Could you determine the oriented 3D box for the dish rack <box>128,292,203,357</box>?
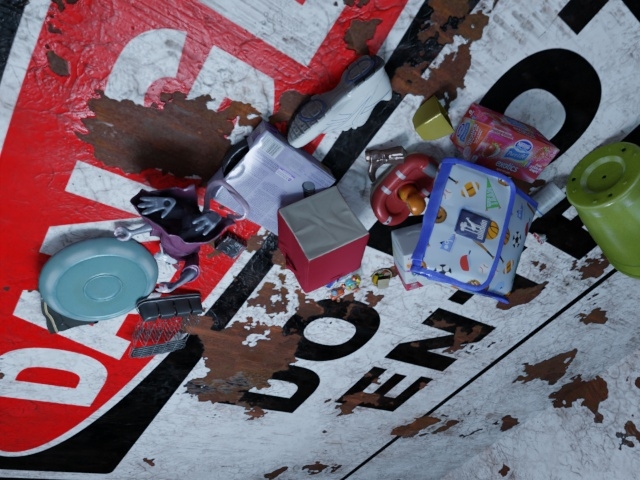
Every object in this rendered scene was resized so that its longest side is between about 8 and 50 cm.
[{"bbox_3d":[-0.509,0.286,1.517,0.208,0.074,0.272,-1,139,-38],"label":"dish rack"}]

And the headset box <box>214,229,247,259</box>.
[{"bbox_3d":[-0.266,0.015,1.398,0.062,0.032,0.083,-39,129,19],"label":"headset box"}]

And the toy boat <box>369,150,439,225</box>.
[{"bbox_3d":[0.253,-0.128,1.337,0.151,0.151,0.231,25,121,-33],"label":"toy boat"}]

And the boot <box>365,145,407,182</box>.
[{"bbox_3d":[0.187,-0.211,1.298,0.114,0.037,0.106,-5,133,14],"label":"boot"}]

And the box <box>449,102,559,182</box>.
[{"bbox_3d":[0.510,-0.269,1.300,0.256,0.128,0.123,12,127,-25],"label":"box"}]

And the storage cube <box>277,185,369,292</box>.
[{"bbox_3d":[0.000,0.000,1.293,0.214,0.184,0.193,-23,153,-17],"label":"storage cube"}]

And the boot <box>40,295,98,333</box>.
[{"bbox_3d":[-0.755,0.194,1.403,0.136,0.077,0.198,-8,140,-22],"label":"boot"}]

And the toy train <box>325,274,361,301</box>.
[{"bbox_3d":[0.086,0.172,1.597,0.125,0.046,0.166,-25,164,-12],"label":"toy train"}]

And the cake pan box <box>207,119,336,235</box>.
[{"bbox_3d":[-0.135,-0.158,1.255,0.266,0.070,0.246,29,116,-36],"label":"cake pan box"}]

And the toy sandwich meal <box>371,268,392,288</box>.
[{"bbox_3d":[0.219,0.137,1.655,0.085,0.029,0.086,-8,133,-9],"label":"toy sandwich meal"}]

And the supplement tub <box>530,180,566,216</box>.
[{"bbox_3d":[0.738,-0.135,1.532,0.071,0.071,0.107,27,121,-34],"label":"supplement tub"}]

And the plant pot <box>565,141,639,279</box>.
[{"bbox_3d":[0.979,-0.116,1.459,0.352,0.367,0.366,31,118,-23],"label":"plant pot"}]

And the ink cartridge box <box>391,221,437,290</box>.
[{"bbox_3d":[0.316,0.051,1.538,0.128,0.127,0.176,-16,133,-2],"label":"ink cartridge box"}]

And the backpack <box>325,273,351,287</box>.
[{"bbox_3d":[0.038,0.075,1.486,0.173,0.117,0.158,21,123,-33],"label":"backpack"}]

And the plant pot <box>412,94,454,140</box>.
[{"bbox_3d":[0.291,-0.313,1.233,0.083,0.082,0.081,-30,134,27],"label":"plant pot"}]

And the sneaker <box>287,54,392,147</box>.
[{"bbox_3d":[0.051,-0.313,1.143,0.297,0.111,0.129,-32,138,15],"label":"sneaker"}]

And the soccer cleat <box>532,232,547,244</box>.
[{"bbox_3d":[0.796,-0.014,1.692,0.035,0.029,0.083,-46,132,13],"label":"soccer cleat"}]

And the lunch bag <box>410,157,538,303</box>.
[{"bbox_3d":[0.419,-0.019,1.310,0.385,0.238,0.328,21,86,-42],"label":"lunch bag"}]

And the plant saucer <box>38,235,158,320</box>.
[{"bbox_3d":[-0.625,0.126,1.338,0.317,0.044,0.318,-18,135,-19],"label":"plant saucer"}]

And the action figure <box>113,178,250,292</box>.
[{"bbox_3d":[-0.375,-0.027,1.239,0.275,0.248,0.370,-37,172,-24],"label":"action figure"}]
